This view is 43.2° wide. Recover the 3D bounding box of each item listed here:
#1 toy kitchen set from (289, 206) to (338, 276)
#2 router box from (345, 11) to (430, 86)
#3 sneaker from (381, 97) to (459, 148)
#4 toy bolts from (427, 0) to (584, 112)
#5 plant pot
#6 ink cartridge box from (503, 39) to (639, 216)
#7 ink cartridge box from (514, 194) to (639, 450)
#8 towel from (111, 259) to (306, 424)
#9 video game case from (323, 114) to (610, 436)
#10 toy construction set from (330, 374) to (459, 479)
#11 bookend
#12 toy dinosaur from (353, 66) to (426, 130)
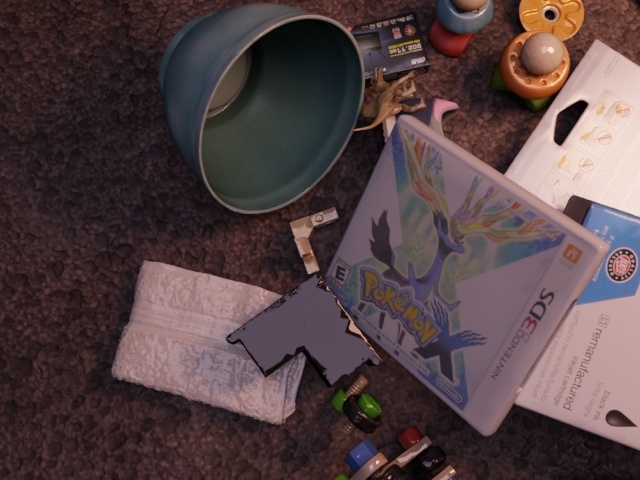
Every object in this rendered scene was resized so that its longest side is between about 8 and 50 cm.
[{"bbox_3d":[0.000,0.000,1.202,0.075,0.068,0.083,-20,81,-2],"label":"toy kitchen set"},{"bbox_3d":[0.101,-0.297,1.265,0.122,0.038,0.092,-14,81,-1],"label":"router box"},{"bbox_3d":[0.176,-0.063,1.186,0.131,0.112,0.319,-12,81,3],"label":"sneaker"},{"bbox_3d":[0.289,-0.338,1.205,0.228,0.158,0.218,29,82,6],"label":"toy bolts"},{"bbox_3d":[-0.109,-0.212,1.156,0.196,0.293,0.293,37,82,34],"label":"plant pot"},{"bbox_3d":[0.439,-0.125,1.215,0.239,0.060,0.275,34,83,8],"label":"ink cartridge box"},{"bbox_3d":[0.484,0.139,1.083,0.394,0.166,0.286,20,98,5],"label":"ink cartridge box"},{"bbox_3d":[-0.155,0.150,1.191,0.282,0.049,0.187,14,80,4],"label":"towel"},{"bbox_3d":[0.167,0.042,1.071,0.329,0.036,0.300,40,118,31],"label":"video game case"},{"bbox_3d":[0.085,0.394,1.080,0.309,0.257,0.237,40,100,-3],"label":"toy construction set"},{"bbox_3d":[-0.024,0.154,1.129,0.156,0.072,0.157,-36,84,-10],"label":"bookend"},{"bbox_3d":[0.101,-0.197,1.167,0.092,0.183,0.053,-17,123,22],"label":"toy dinosaur"}]
